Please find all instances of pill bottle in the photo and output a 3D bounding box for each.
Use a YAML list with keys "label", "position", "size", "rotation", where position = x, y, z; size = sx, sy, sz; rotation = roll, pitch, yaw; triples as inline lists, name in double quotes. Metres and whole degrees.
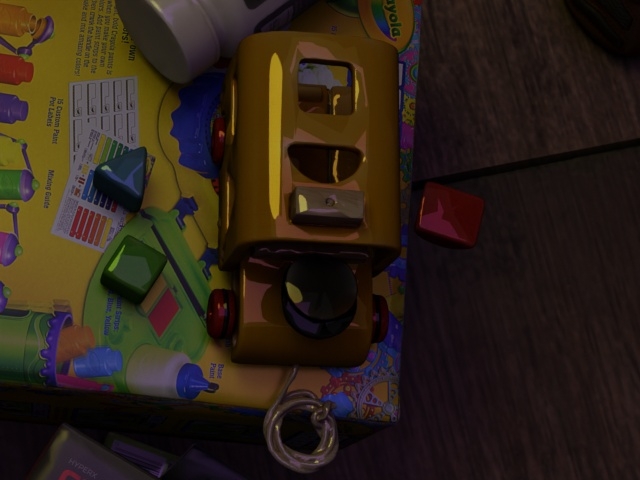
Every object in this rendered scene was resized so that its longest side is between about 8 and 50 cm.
- label: "pill bottle"
  position: [-0.043, -0.152, 0.798]
  size: [0.137, 0.078, 0.078]
  rotation: [-38, 86, -19]

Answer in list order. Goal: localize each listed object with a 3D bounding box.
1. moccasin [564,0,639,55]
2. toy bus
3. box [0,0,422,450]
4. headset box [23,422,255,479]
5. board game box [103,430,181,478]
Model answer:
- label: "moccasin"
  position: [0.334, -0.295, 1.057]
  size: [0.380, 0.147, 0.139]
  rotation: [-37, 86, -17]
- label: "toy bus"
  position: [-0.005, -0.012, 0.756]
  size: [0.202, 0.104, 0.191]
  rotation: [45, 71, 2]
- label: "box"
  position: [-0.094, -0.031, 0.888]
  size: [0.279, 0.177, 0.290]
  rotation: [8, 74, -10]
- label: "headset box"
  position: [-0.118, 0.260, 0.809]
  size: [0.218, 0.110, 0.293]
  rotation: [32, 73, -2]
- label: "board game box"
  position: [-0.121, 0.262, 0.883]
  size: [0.124, 0.039, 0.259]
  rotation: [21, 71, -5]
